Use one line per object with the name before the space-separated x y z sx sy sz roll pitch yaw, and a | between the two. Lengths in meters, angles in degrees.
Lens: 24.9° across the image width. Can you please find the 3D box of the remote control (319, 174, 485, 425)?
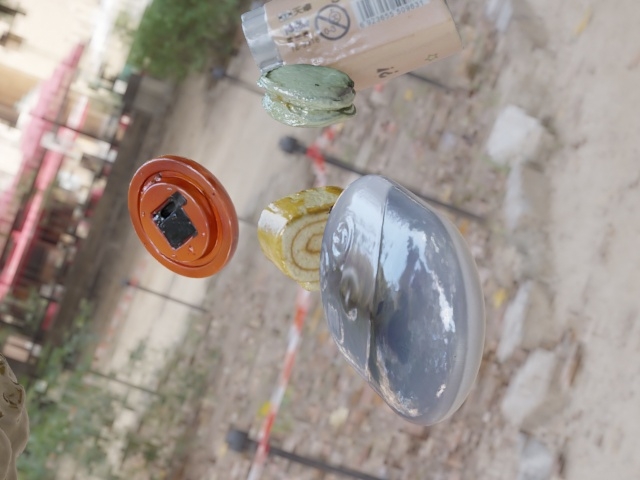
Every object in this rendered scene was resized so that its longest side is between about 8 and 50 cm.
remote control | 0.079 0.057 1.502 0.332 0.103 0.221 -141 50 -62

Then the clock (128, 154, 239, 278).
clock | -0.216 -0.035 2.256 0.051 0.205 0.205 -37 -20 -47

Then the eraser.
eraser | 0.045 -0.304 2.119 0.087 0.290 0.171 -69 -42 -80

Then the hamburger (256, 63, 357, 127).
hamburger | -0.016 -0.204 2.018 0.140 0.133 0.062 -24 -47 -43

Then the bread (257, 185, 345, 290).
bread | 0.000 0.000 1.812 0.073 0.149 0.122 37 136 50

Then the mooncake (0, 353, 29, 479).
mooncake | -0.409 0.187 1.558 0.117 0.235 0.235 -21 29 18
